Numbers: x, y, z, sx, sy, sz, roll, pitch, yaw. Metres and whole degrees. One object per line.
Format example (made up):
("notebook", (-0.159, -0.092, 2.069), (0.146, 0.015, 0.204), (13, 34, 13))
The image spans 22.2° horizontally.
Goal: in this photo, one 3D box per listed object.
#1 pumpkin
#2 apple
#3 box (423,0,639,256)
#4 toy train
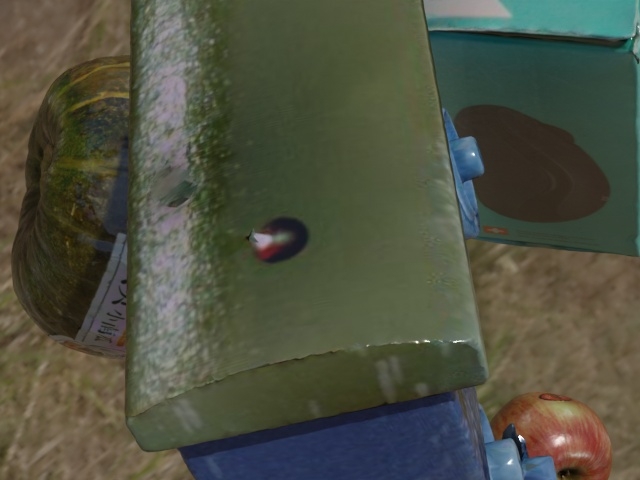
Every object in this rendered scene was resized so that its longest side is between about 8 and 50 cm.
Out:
("pumpkin", (-0.151, -0.032, 1.361), (0.189, 0.260, 0.260), (9, 56, -20))
("apple", (0.248, 0.238, 1.802), (0.146, 0.146, 0.131), (23, 15, -28))
("box", (0.126, -0.133, 0.875), (0.311, 0.118, 0.205), (59, 36, -69))
("toy train", (0.000, 0.000, 0.620), (0.202, 0.131, 0.299), (67, 12, -47))
